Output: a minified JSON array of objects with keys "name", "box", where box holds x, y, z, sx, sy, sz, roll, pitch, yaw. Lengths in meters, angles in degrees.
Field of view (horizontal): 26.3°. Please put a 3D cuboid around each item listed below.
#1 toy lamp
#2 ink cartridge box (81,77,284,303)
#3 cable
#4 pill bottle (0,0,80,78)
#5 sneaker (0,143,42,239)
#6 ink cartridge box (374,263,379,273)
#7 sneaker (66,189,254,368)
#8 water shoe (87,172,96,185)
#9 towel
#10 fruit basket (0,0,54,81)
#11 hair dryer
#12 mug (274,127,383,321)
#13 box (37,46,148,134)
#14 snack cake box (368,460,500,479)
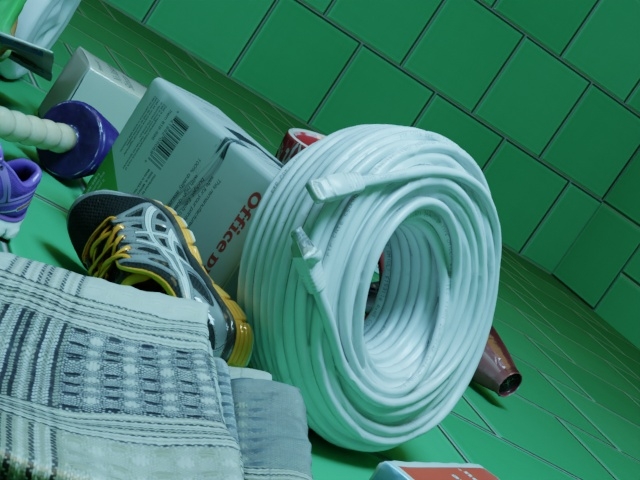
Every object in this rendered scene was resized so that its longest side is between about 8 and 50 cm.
[{"name":"toy lamp","box":[-0.266,-0.101,1.239,0.080,0.080,0.275,37,9,18]},{"name":"ink cartridge box","box":[-0.098,-0.018,1.147,0.087,0.153,0.208,24,14,-48]},{"name":"cable","box":[0.044,0.037,1.074,0.089,0.257,0.257,12,26,38]},{"name":"pill bottle","box":[-0.443,-0.343,1.594,0.319,0.176,0.176,34,8,-2]},{"name":"sneaker","box":[-0.264,-0.051,0.980,0.068,0.071,0.170,37,10,22]},{"name":"ink cartridge box","box":[0.075,0.022,1.994,0.048,0.028,0.083,34,8,1]},{"name":"sneaker","box":[-0.134,0.025,1.014,0.083,0.084,0.215,16,20,-49]},{"name":"water shoe","box":[-0.139,-0.031,1.335,0.080,0.073,0.203,37,8,37]},{"name":"towel","box":[-0.153,0.048,0.606,0.324,0.056,0.312,19,5,-9]},{"name":"fruit basket","box":[-0.408,-0.231,1.304,0.327,0.165,0.353,29,-8,-12]},{"name":"hair dryer","box":[0.110,0.099,1.637,0.294,0.080,0.223,29,24,6]},{"name":"mug","box":[-0.004,-0.004,1.270,0.150,0.169,0.113,18,16,-17]},{"name":"box","box":[-0.171,-0.100,1.527,0.275,0.094,0.113,30,9,-26]},{"name":"snack cake box","box":[0.138,0.241,0.790,0.264,0.089,0.152,38,11,28]}]
